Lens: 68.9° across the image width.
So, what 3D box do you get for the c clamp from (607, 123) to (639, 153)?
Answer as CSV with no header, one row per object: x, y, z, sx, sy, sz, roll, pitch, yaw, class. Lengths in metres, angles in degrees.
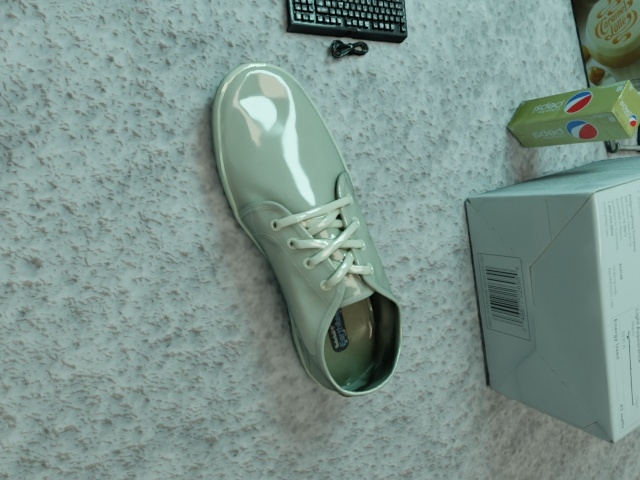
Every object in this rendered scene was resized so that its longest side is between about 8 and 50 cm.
0.615,-0.202,0.923,0.161,0.022,0.137,2,95,-27,c clamp

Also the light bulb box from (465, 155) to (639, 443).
0.469,0.059,0.763,0.361,0.225,0.357,-15,101,-25,light bulb box

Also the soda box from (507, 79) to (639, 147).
0.386,-0.189,0.720,0.061,0.181,0.058,36,79,-25,soda box

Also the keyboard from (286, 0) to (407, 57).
0.040,-0.299,0.625,0.180,0.023,0.108,-6,98,-25,keyboard

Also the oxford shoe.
0.000,0.000,0.578,0.169,0.130,0.448,-23,104,-21,oxford shoe

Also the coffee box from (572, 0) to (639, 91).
0.531,-0.385,0.798,0.098,0.141,0.246,-27,106,-21,coffee box
